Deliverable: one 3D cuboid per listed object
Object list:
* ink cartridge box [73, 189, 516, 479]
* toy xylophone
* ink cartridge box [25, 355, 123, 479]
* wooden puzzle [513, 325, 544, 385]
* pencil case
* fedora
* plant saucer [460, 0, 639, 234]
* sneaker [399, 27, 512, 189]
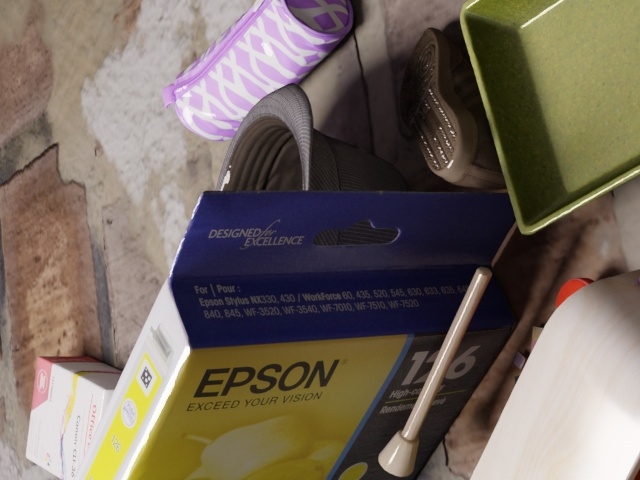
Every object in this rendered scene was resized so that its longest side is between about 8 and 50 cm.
[{"bbox_3d":[-0.007,0.101,1.169,0.072,0.303,0.307,56,131,34],"label":"ink cartridge box"},{"bbox_3d":[0.162,0.153,1.118,0.236,0.081,0.323,55,130,37],"label":"toy xylophone"},{"bbox_3d":[-0.230,0.195,1.668,0.198,0.067,0.115,14,98,53],"label":"ink cartridge box"},{"bbox_3d":[0.172,0.090,1.175,0.083,0.006,0.049,9,95,53],"label":"wooden puzzle"},{"bbox_3d":[-0.055,-0.167,1.435,0.206,0.088,0.086,-42,53,45],"label":"pencil case"},{"bbox_3d":[0.000,0.000,1.304,0.275,0.124,0.244,-172,90,-71],"label":"fedora"},{"bbox_3d":[0.196,-0.122,1.109,0.188,0.045,0.188,-32,63,40],"label":"plant saucer"},{"bbox_3d":[0.110,-0.095,1.232,0.066,0.071,0.188,-59,22,30],"label":"sneaker"}]
